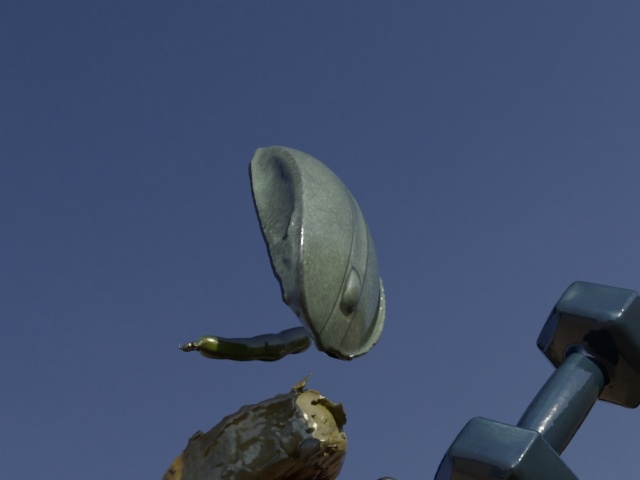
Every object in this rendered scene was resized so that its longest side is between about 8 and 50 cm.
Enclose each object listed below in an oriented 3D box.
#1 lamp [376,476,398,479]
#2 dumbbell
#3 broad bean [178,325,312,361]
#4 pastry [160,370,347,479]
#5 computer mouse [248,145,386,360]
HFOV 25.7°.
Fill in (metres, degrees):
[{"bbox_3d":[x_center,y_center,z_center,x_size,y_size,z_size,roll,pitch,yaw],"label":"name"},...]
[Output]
[{"bbox_3d":[0.127,0.489,1.969,0.124,0.283,0.203,-27,-63,6],"label":"lamp"},{"bbox_3d":[0.259,0.189,1.534,0.325,0.160,0.144,-47,13,-36],"label":"dumbbell"},{"bbox_3d":[-0.088,0.144,1.952,0.227,0.069,0.039,1,-73,-37],"label":"broad bean"},{"bbox_3d":[-0.108,0.349,2.104,0.329,0.136,0.329,-27,-24,-13],"label":"pastry"},{"bbox_3d":[0.002,-0.003,1.797,0.114,0.374,0.203,-29,-50,9],"label":"computer mouse"}]
